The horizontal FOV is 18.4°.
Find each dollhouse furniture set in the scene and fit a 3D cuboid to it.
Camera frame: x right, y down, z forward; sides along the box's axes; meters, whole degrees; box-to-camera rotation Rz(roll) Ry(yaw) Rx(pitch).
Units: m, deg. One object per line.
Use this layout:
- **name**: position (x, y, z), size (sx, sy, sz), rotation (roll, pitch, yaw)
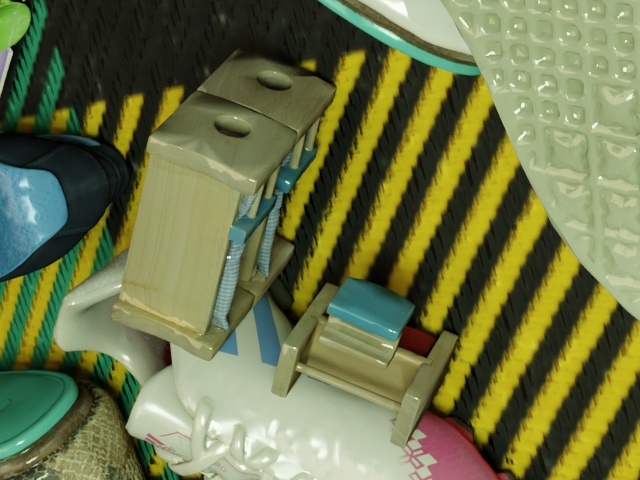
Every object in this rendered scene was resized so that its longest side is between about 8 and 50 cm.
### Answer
- **dollhouse furniture set**: position (0.000, 0.000, 1.125), size (0.184, 0.129, 0.129), rotation (23, 125, 10)

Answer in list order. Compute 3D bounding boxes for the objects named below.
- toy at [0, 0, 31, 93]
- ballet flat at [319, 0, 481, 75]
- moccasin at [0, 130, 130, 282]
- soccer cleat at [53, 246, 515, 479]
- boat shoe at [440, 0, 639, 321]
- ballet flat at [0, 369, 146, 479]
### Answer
- **toy**: position (-0.288, -0.214, 1.368), size (0.237, 0.056, 0.137), rotation (44, 133, 25)
- **ballet flat**: position (-0.035, -0.234, 1.049), size (0.400, 0.139, 0.139), rotation (38, 131, 31)
- **moccasin**: position (-0.264, -0.014, 1.387), size (0.342, 0.117, 0.137), rotation (4, 110, 42)
- **soccer cleat**: position (-0.026, 0.120, 1.166), size (0.331, 0.143, 0.116), rotation (40, 132, 28)
- **boat shoe**: position (0.134, -0.137, 0.885), size (0.500, 0.156, 0.187), rotation (51, 133, 2)
- **ballet flat**: position (-0.305, 0.166, 1.494), size (0.483, 0.164, 0.182), rotation (8, 133, 43)
